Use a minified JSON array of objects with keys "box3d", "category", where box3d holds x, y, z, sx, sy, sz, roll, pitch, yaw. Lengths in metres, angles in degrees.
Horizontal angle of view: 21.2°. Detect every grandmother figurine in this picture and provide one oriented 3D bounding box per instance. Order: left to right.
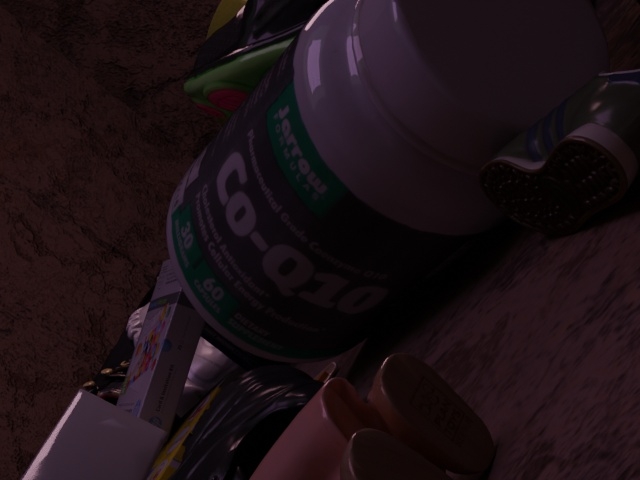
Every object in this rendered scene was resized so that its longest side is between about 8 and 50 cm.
[{"box3d":[-0.050,0.197,0.929,0.342,0.104,0.208,-45,0,30],"category":"grandmother figurine"}]

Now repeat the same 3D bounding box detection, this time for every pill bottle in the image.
[{"box3d":[0.042,-0.066,1.264,0.361,0.204,0.204,-45,9,51],"category":"pill bottle"}]

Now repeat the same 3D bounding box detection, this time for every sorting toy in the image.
[{"box3d":[-0.020,0.139,1.429,0.083,0.012,0.062,-45,9,44],"category":"sorting toy"}]

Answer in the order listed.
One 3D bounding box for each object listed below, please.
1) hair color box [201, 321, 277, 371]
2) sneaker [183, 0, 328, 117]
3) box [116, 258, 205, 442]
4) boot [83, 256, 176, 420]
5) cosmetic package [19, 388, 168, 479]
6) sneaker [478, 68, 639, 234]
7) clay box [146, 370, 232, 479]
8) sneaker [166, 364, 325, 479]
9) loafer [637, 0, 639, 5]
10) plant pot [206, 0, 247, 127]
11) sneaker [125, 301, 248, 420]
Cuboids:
[{"box3d":[0.000,0.000,1.655,0.174,0.105,0.347,-55,7,-28],"category":"hair color box"},{"box3d":[0.045,-0.234,1.381,0.483,0.185,0.202,-38,46,48],"category":"sneaker"},{"box3d":[-0.153,0.106,1.687,0.145,0.038,0.186,161,127,-72],"category":"box"},{"box3d":[-0.196,0.140,2.133,0.377,0.138,0.284,-53,4,30],"category":"boot"},{"box3d":[-0.265,0.342,1.375,0.377,0.097,0.284,-62,0,19],"category":"cosmetic package"},{"box3d":[0.164,-0.058,1.023,0.086,0.064,0.192,-45,5,-14],"category":"sneaker"},{"box3d":[-0.140,0.230,1.595,0.127,0.053,0.222,-43,9,48],"category":"clay box"},{"box3d":[-0.082,0.199,1.141,0.286,0.109,0.130,-55,13,-15],"category":"sneaker"},{"box3d":[0.275,-0.210,1.073,0.078,0.080,0.220,-16,-17,-34],"category":"loafer"},{"box3d":[0.040,-0.182,1.879,0.275,0.275,0.293,-52,22,-2],"category":"plant pot"},{"box3d":[-0.136,0.123,1.903,0.118,0.110,0.292,-42,23,-1],"category":"sneaker"}]
